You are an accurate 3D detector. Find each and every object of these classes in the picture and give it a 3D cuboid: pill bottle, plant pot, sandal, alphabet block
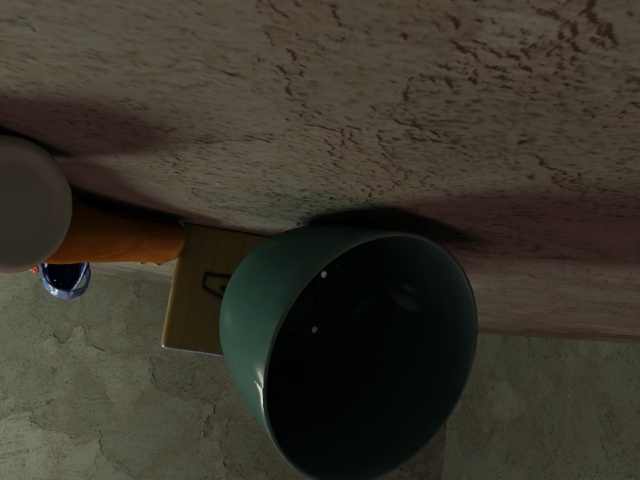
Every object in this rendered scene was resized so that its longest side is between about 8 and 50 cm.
[{"bbox_3d":[-0.379,-0.038,0.595,0.229,0.131,0.131,3,169,30],"label":"pill bottle"},{"bbox_3d":[0.008,0.109,0.736,0.293,0.292,0.235,15,-176,-34],"label":"plant pot"},{"bbox_3d":[-0.583,0.058,1.304,0.126,0.138,0.317,-2,179,-28],"label":"sandal"},{"bbox_3d":[-0.149,0.095,0.991,0.194,0.197,0.192,9,170,-8],"label":"alphabet block"}]

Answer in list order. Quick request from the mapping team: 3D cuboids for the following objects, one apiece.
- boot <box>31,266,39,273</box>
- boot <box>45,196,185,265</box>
[{"bbox_3d":[-0.763,0.050,1.609,0.158,0.084,0.059,-2,164,42],"label":"boot"},{"bbox_3d":[-0.295,-0.014,0.811,0.211,0.104,0.295,6,177,-18],"label":"boot"}]
